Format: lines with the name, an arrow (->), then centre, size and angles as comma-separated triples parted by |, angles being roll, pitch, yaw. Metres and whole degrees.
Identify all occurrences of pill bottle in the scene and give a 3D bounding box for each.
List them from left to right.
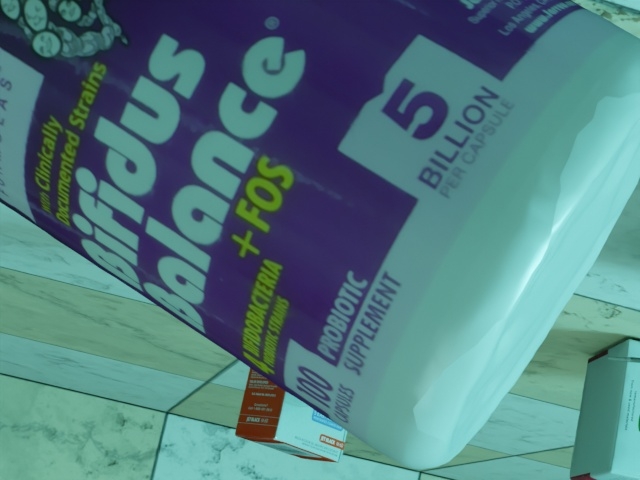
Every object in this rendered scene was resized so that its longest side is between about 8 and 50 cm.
pill bottle -> -0.041, -0.063, 0.506 | 0.301, 0.169, 0.169 | 31, 170, 15

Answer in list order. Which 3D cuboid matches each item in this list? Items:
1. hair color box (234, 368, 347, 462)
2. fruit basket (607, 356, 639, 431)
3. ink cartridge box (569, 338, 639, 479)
hair color box -> -0.010, 0.103, 1.209 | 0.053, 0.167, 0.093 | -2, 160, 41
fruit basket -> 0.392, 0.108, 0.848 | 0.353, 0.165, 0.327 | 14, 175, -6
ink cartridge box -> 0.345, 0.180, 1.293 | 0.176, 0.127, 0.128 | 13, 165, -4
